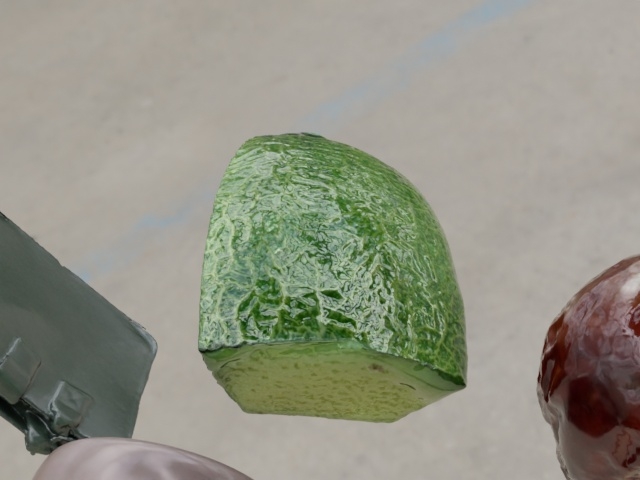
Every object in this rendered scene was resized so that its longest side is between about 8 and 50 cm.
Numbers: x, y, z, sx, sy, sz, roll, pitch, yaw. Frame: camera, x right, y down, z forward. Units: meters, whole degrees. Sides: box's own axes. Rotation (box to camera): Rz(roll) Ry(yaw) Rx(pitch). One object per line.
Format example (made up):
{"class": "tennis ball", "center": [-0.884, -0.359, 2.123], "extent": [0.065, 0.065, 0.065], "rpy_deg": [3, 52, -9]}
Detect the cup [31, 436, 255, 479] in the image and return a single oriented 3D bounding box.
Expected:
{"class": "cup", "center": [-0.111, 0.231, 1.120], "extent": [0.191, 0.253, 0.200], "rpy_deg": [19, 64, -8]}

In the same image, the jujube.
{"class": "jujube", "center": [0.221, 0.111, 1.199], "extent": [0.168, 0.236, 0.168], "rpy_deg": [2, 53, -3]}

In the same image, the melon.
{"class": "melon", "center": [0.000, 0.000, 1.385], "extent": [0.196, 0.124, 0.323], "rpy_deg": [11, 39, -12]}

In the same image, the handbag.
{"class": "handbag", "center": [-0.272, 0.093, 1.695], "extent": [0.079, 0.247, 0.260], "rpy_deg": [-45, 12, 15]}
